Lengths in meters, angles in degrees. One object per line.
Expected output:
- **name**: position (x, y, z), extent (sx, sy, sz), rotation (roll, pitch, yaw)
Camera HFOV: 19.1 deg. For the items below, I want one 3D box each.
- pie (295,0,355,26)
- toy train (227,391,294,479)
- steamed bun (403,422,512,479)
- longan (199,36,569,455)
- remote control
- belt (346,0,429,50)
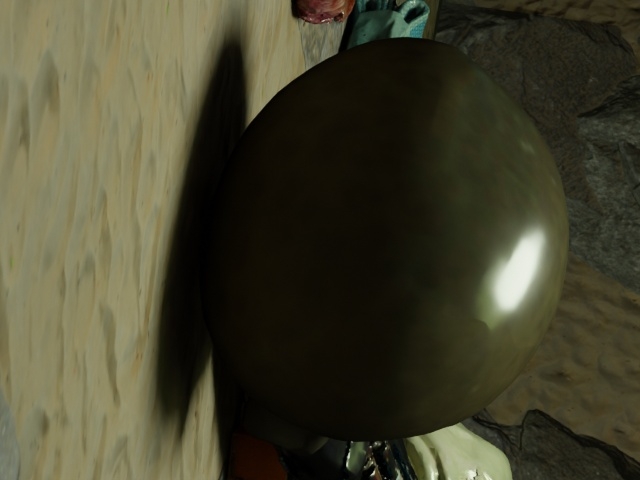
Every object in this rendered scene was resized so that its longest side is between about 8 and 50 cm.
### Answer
- **pie**: position (0.015, -0.267, 1.596), extent (0.182, 0.049, 0.182), rotation (14, 90, -85)
- **toy train**: position (-0.030, 0.115, 1.619), extent (0.118, 0.074, 0.176), rotation (-47, 146, -71)
- **steamed bun**: position (0.047, 0.288, 1.843), extent (0.275, 0.206, 0.320), rotation (-38, -136, 29)
- **longan**: position (0.040, 0.013, 1.283), extent (0.300, 0.243, 0.300), rotation (-62, 173, -13)
- **remote control**: position (0.012, 0.144, 1.565), extent (0.399, 0.062, 0.145), rotation (65, 40, -52)
- **belt**: position (0.058, -0.166, 2.016), extent (0.302, 0.087, 0.072), rotation (-76, 169, -49)
